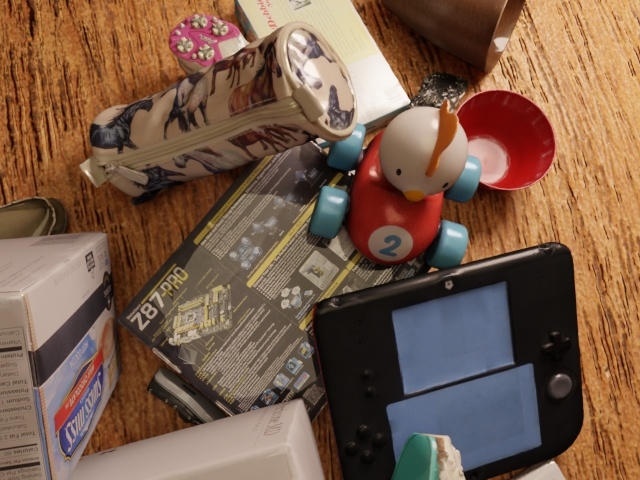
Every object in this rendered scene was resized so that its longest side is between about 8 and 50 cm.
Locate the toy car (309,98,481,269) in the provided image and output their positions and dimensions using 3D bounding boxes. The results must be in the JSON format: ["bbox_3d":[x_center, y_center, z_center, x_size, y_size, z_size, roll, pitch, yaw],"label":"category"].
[{"bbox_3d":[0.120,-0.084,0.765,0.219,0.238,0.210,16,76,-4],"label":"toy car"}]

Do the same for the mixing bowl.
[{"bbox_3d":[0.298,-0.155,1.005,0.181,0.098,0.181,1,75,-5],"label":"mixing bowl"}]

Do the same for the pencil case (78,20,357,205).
[{"bbox_3d":[-0.146,-0.168,0.824,0.160,0.410,0.183,55,39,-31],"label":"pencil case"}]

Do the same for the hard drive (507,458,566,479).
[{"bbox_3d":[0.270,0.494,0.863,0.308,0.040,0.203,-27,80,-11],"label":"hard drive"}]

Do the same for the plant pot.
[{"bbox_3d":[0.232,-0.439,1.034,0.230,0.215,0.215,26,74,17],"label":"plant pot"}]

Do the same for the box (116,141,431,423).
[{"bbox_3d":[-0.055,0.068,0.890,0.318,0.097,0.395,38,81,0],"label":"box"}]

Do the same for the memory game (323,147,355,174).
[{"bbox_3d":[0.050,-0.075,0.978,0.186,0.012,0.186,1,77,-5],"label":"memory game"}]

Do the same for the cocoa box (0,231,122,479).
[{"bbox_3d":[-0.395,0.135,0.700,0.232,0.347,0.227,-5,101,-7],"label":"cocoa box"}]

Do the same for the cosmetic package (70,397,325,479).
[{"bbox_3d":[-0.224,0.345,0.702,0.453,0.230,0.161,-15,86,1],"label":"cosmetic package"}]

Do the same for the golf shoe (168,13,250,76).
[{"bbox_3d":[-0.103,-0.254,0.963,0.306,0.140,0.115,32,68,9],"label":"golf shoe"}]

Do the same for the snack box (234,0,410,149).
[{"bbox_3d":[-0.001,-0.328,1.038,0.187,0.060,0.322,-26,80,-12],"label":"snack box"}]

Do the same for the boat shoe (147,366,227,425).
[{"bbox_3d":[-0.198,0.249,0.876,0.142,0.049,0.040,38,94,6],"label":"boat shoe"}]

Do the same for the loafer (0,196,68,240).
[{"bbox_3d":[-0.509,0.005,0.881,0.251,0.087,0.094,-29,80,-12],"label":"loafer"}]

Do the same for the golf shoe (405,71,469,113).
[{"bbox_3d":[0.200,-0.231,1.035,0.077,0.094,0.198,27,49,21],"label":"golf shoe"}]

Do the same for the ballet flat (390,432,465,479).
[{"bbox_3d":[0.132,0.454,0.776,0.147,0.147,0.408,17,91,-2],"label":"ballet flat"}]

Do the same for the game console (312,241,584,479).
[{"bbox_3d":[0.197,0.202,0.840,0.387,0.060,0.342,-13,110,-10],"label":"game console"}]
